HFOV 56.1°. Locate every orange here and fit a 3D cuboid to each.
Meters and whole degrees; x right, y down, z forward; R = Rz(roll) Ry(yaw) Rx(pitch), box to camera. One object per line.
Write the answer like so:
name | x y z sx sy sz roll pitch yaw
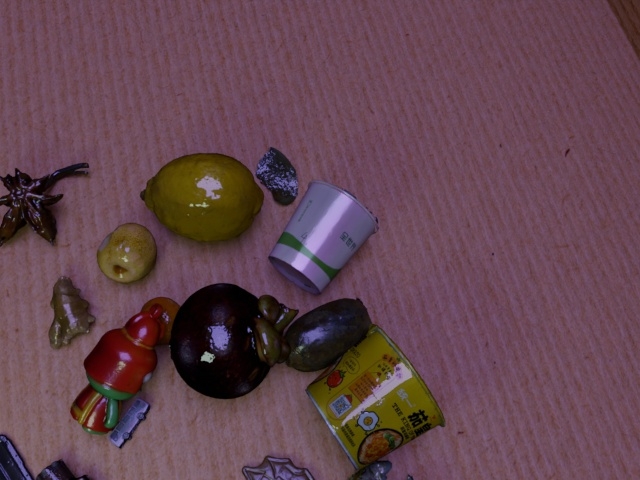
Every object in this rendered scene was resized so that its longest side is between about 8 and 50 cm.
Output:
orange | -0.440 0.222 1.671 0.135 0.117 0.136 2 106 8

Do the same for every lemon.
lemon | -0.336 -0.129 1.751 0.316 0.285 0.286 21 63 -29

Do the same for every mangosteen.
mangosteen | -0.220 0.253 1.576 0.346 0.307 0.307 -12 68 7

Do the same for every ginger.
ginger | -0.697 0.196 1.674 0.115 0.081 0.206 -10 74 23

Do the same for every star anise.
star anise | -0.820 -0.121 1.766 0.237 0.148 0.346 44 65 -12

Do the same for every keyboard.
keyboard | -0.779 0.622 1.517 0.106 0.016 0.262 -36 75 -19

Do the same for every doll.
doll | -0.517 0.319 1.555 0.160 0.182 0.363 36 85 -36

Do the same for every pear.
pear | -0.550 0.030 1.720 0.177 0.178 0.178 2 67 -6

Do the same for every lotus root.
lotus root | 0.018 0.266 1.690 0.274 0.152 0.160 -26 76 -16

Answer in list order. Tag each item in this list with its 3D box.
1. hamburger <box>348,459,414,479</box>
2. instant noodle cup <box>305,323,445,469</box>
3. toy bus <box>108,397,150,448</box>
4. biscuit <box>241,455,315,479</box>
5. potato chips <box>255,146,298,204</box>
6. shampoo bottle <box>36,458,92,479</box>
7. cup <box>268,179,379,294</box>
hamburger | 0.110 0.704 1.508 0.167 0.192 0.288 39 43 4
instant noodle cup | 0.128 0.419 1.568 0.254 0.326 0.326 -33 74 -8
toy bus | -0.507 0.485 1.597 0.052 0.037 0.131 31 66 9
biscuit | -0.117 0.658 1.571 0.215 0.034 0.182 31 67 7
potato chips | -0.142 -0.209 1.942 0.142 0.026 0.209 3 67 -3
shampoo bottle | -0.575 0.687 1.478 0.129 0.084 0.323 -38 76 -22
cup | 0.000 0.000 1.762 0.253 0.253 0.274 32 74 7
